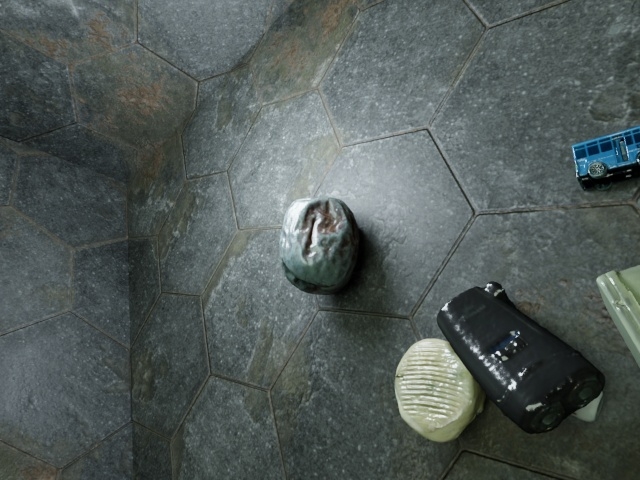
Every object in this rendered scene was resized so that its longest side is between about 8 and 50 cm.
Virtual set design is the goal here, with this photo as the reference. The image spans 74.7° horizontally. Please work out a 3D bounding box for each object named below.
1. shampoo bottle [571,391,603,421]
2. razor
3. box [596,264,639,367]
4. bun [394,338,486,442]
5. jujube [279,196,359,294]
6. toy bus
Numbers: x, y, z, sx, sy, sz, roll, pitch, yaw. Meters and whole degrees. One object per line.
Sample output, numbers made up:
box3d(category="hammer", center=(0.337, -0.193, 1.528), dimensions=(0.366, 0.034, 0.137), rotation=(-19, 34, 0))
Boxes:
box3d(category="shampoo bottle", center=(0.471, 0.300, 0.871), dimensions=(0.192, 0.074, 0.074), rotation=(18, 87, 44))
box3d(category="razor", center=(0.392, 0.227, 0.873), dimensions=(0.189, 0.107, 0.327), rotation=(-32, 32, 0))
box3d(category="box", center=(0.682, 0.160, 0.624), dimensions=(0.343, 0.177, 0.352), rotation=(-28, 44, 26))
box3d(category="bun", center=(0.284, 0.350, 0.986), dimensions=(0.209, 0.116, 0.237), rotation=(-21, 47, 32))
box3d(category="jujube", center=(-0.003, 0.003, 1.284), dimensions=(0.246, 0.215, 0.308), rotation=(12, 66, 6))
box3d(category="toy bus", center=(0.645, -0.179, 0.883), dimensions=(0.184, 0.090, 0.106), rotation=(-14, 64, 37))
